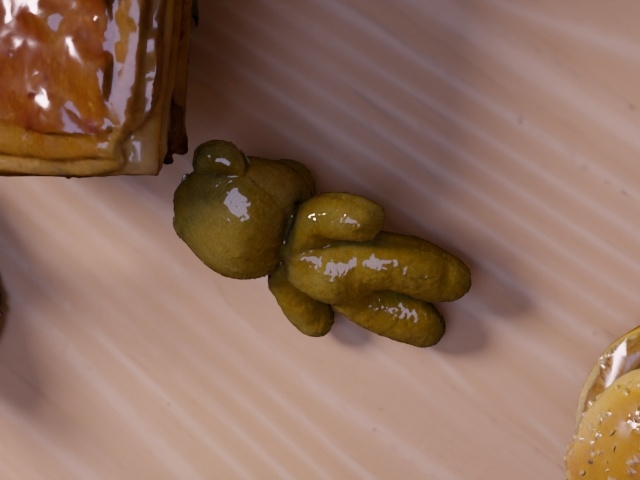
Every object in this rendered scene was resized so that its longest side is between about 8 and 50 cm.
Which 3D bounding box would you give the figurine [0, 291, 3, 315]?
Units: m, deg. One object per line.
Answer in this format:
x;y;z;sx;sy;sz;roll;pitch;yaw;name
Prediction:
-0.354;0.063;0.732;0.132;0.154;0.132;4;102;21;figurine

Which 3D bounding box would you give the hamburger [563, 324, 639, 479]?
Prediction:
0.229;0.137;0.533;0.191;0.118;0.181;-25;87;29;hamburger

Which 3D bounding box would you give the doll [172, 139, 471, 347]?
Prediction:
0.000;0.000;0.626;0.210;0.097;0.137;26;141;0;doll

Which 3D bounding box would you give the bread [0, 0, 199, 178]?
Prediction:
-0.207;-0.190;0.616;0.325;0.167;0.277;12;104;22;bread
